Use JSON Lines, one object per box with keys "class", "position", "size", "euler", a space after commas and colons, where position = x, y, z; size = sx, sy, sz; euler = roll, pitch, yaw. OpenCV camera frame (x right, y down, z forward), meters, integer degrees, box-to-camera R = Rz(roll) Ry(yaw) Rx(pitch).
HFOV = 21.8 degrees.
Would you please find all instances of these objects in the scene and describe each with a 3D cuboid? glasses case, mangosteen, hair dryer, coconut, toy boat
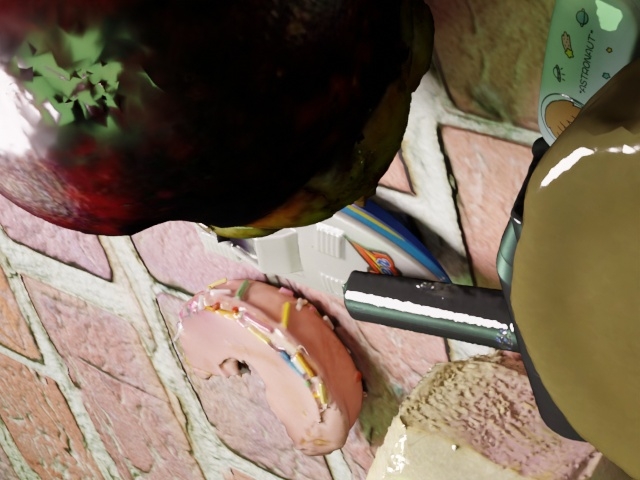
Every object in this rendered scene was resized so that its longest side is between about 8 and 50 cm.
{"class": "glasses case", "position": [0.199, -0.122, 1.222], "size": [0.067, 0.045, 0.178], "euler": [31, 148, 23]}
{"class": "mangosteen", "position": [-0.098, -0.183, 1.229], "size": [0.381, 0.421, 0.380], "euler": [-1, 89, 41]}
{"class": "hair dryer", "position": [0.128, 0.031, 1.406], "size": [0.303, 0.116, 0.244], "euler": [6, 132, 35]}
{"class": "coconut", "position": [0.185, 0.226, 1.511], "size": [0.245, 0.233, 0.233], "euler": [25, 146, 18]}
{"class": "toy boat", "position": [0.000, 0.000, 1.572], "size": [0.295, 0.088, 0.129], "euler": [23, 144, 26]}

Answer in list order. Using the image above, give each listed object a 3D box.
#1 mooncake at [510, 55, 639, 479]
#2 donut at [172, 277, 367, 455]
{"class": "mooncake", "position": [0.323, 0.025, 1.124], "size": [0.378, 0.201, 0.378], "euler": [28, 142, 25]}
{"class": "donut", "position": [-0.049, 0.123, 1.788], "size": [0.233, 0.085, 0.199], "euler": [37, 150, 13]}
